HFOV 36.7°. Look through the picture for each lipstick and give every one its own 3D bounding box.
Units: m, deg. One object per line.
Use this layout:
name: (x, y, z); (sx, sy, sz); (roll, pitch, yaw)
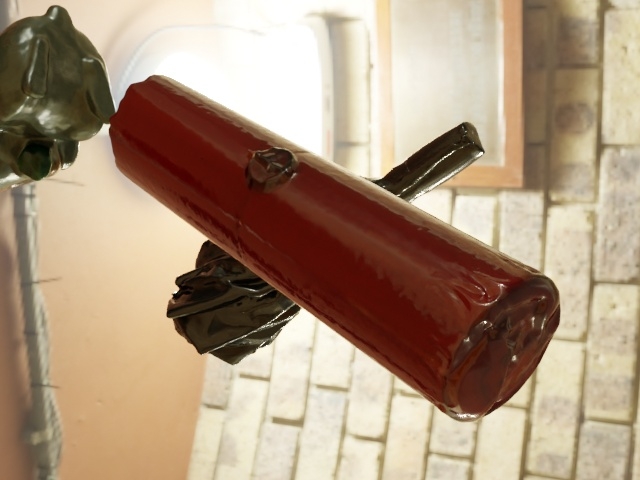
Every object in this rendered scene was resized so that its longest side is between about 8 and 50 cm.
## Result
lipstick: (-0.011, -0.010, 0.476); (0.073, 0.279, 0.073); (-23, -52, -33)

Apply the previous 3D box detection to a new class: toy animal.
toy animal: (-0.272, -0.099, 0.852); (0.108, 0.236, 0.138); (11, -118, -38)

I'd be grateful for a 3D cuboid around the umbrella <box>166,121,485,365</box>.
umbrella: (0.000, 0.000, 0.860); (0.118, 0.340, 0.118); (40, -151, -28)
